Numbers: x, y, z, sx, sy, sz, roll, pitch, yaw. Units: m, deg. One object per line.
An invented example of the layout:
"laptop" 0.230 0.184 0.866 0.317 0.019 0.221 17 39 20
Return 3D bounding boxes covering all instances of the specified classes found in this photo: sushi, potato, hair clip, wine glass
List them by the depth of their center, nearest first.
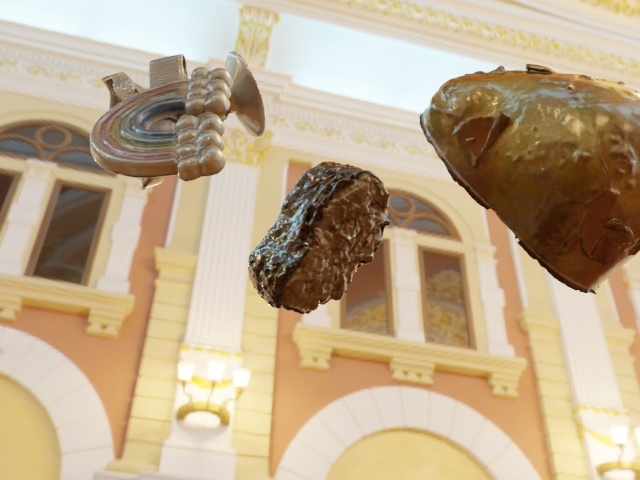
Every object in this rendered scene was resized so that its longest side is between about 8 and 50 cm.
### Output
"hair clip" -0.155 -0.117 0.729 0.140 0.220 0.054 -8 -51 4
"potato" 0.284 -0.113 0.853 0.196 0.300 0.246 -50 -17 26
"wine glass" -0.191 -0.177 1.031 0.196 0.165 0.165 -22 -33 -22
"sushi" 0.000 0.000 1.559 0.350 0.170 0.211 -52 -38 -7
